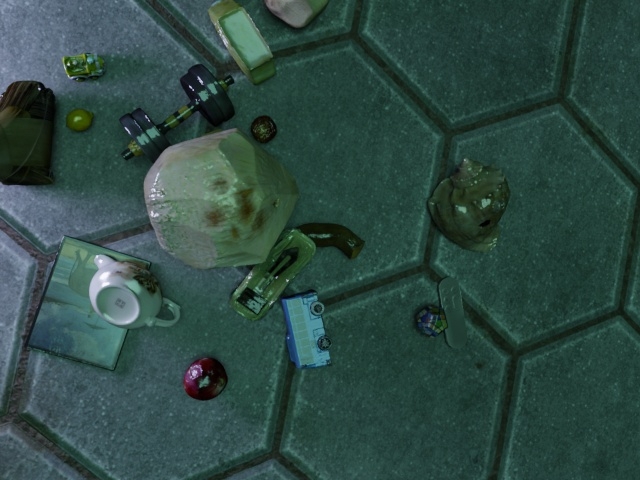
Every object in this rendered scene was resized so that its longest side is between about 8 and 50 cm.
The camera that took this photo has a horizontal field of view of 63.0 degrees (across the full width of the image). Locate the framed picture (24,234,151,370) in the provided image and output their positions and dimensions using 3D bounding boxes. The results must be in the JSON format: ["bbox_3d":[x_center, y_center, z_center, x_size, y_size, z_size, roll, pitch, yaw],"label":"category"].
[{"bbox_3d":[-0.680,0.187,1.537,0.265,0.016,0.347,20,87,-12],"label":"framed picture"}]

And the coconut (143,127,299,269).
[{"bbox_3d":[-0.262,-0.115,1.440,0.415,0.415,0.344,-8,60,-11],"label":"coconut"}]

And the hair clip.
[{"bbox_3d":[-0.145,0.095,1.595,0.138,0.091,0.321,37,104,-19],"label":"hair clip"}]

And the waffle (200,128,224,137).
[{"bbox_3d":[-0.343,-0.273,1.544,0.021,0.135,0.092,49,43,3],"label":"waffle"}]

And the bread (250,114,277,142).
[{"bbox_3d":[-0.175,-0.345,1.617,0.085,0.053,0.085,0,90,-12],"label":"bread"}]

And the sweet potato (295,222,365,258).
[{"bbox_3d":[0.001,0.001,1.639,0.286,0.085,0.112,2,94,-11],"label":"sweet potato"}]

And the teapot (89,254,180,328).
[{"bbox_3d":[-0.541,0.159,1.493,0.298,0.139,0.204,41,109,-12],"label":"teapot"}]

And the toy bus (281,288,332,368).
[{"bbox_3d":[-0.045,0.279,1.618,0.133,0.116,0.234,-12,91,-11],"label":"toy bus"}]

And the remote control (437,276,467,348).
[{"bbox_3d":[0.446,0.244,1.763,0.077,0.022,0.245,-9,92,-10],"label":"remote control"}]

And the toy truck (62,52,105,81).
[{"bbox_3d":[-0.679,-0.506,1.501,0.111,0.077,0.076,-15,94,-11],"label":"toy truck"}]

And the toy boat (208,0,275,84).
[{"bbox_3d":[-0.238,-0.616,1.588,0.111,0.084,0.276,-33,98,-8],"label":"toy boat"}]

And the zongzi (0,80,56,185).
[{"bbox_3d":[-0.843,-0.300,1.356,0.154,0.317,0.289,2,89,14],"label":"zongzi"}]

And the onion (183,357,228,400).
[{"bbox_3d":[-0.341,0.413,1.557,0.131,0.131,0.131,0,90,-12],"label":"onion"}]

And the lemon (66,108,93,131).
[{"bbox_3d":[-0.695,-0.349,1.508,0.083,0.062,0.062,-34,97,-23],"label":"lemon"}]

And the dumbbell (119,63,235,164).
[{"bbox_3d":[-0.409,-0.356,1.503,0.388,0.185,0.185,-38,97,-9],"label":"dumbbell"}]

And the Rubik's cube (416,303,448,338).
[{"bbox_3d":[0.367,0.265,1.710,0.111,0.111,0.093,-36,69,-9],"label":"Rubik's cube"}]

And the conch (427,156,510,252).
[{"bbox_3d":[0.495,-0.107,1.702,0.263,0.186,0.324,-19,93,7],"label":"conch"}]

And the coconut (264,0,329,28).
[{"bbox_3d":[-0.081,-0.759,1.561,0.224,0.224,0.224,0,90,-12],"label":"coconut"}]
